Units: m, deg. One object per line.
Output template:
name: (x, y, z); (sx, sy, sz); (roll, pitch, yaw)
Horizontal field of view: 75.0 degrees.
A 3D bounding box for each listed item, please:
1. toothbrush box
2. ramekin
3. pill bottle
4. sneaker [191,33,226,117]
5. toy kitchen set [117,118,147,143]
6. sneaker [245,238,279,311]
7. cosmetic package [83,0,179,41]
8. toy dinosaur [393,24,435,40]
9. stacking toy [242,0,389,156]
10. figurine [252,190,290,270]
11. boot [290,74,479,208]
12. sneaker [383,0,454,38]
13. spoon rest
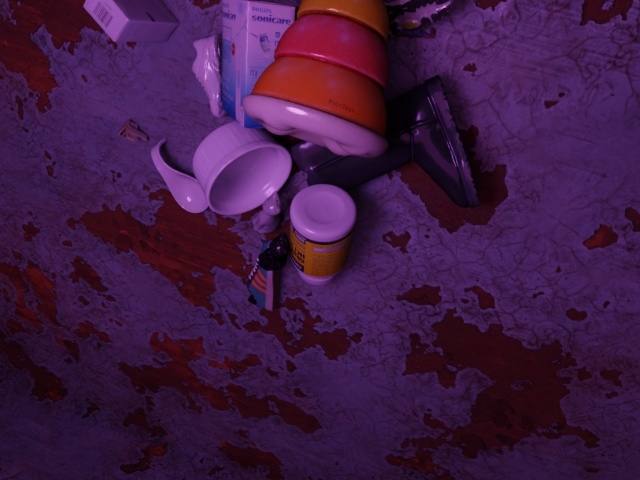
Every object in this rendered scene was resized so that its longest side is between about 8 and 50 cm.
toothbrush box: (-0.175, -0.473, 1.113); (0.126, 0.216, 0.295); (-8, 123, -27)
ramekin: (-0.233, -0.215, 1.219); (0.135, 0.277, 0.277); (53, 124, 22)
pill bottle: (0.000, 0.000, 1.270); (0.188, 0.187, 0.334); (19, 148, 8)
sneaker: (-0.327, -0.488, 1.252); (0.115, 0.090, 0.232); (7, 109, 23)
toy kitchen set: (-0.645, -0.352, 1.431); (0.075, 0.083, 0.068); (-32, 144, 29)
sneaker: (-0.214, 0.125, 1.505); (0.121, 0.108, 0.302); (11, 120, 8)
cosmetic package: (-0.511, -0.620, 1.149); (0.085, 0.231, 0.117); (-34, 102, 30)
toy dinosaur: (0.248, -0.534, 1.068); (0.082, 0.047, 0.090); (30, 155, -9)
stacking toy: (0.050, -0.451, 0.943); (0.351, 0.350, 0.479); (19, 98, 8)
figurine: (-0.147, -0.029, 1.316); (0.209, 0.092, 0.214); (136, 125, -67)
boot: (0.178, -0.199, 1.185); (0.445, 0.146, 0.366); (-19, 101, 23)
sneaker: (0.198, -0.579, 1.021); (0.279, 0.118, 0.107); (9, 157, 34)
spoon rest: (-0.488, -0.214, 1.437); (0.137, 0.084, 0.276); (-28, 104, 28)
